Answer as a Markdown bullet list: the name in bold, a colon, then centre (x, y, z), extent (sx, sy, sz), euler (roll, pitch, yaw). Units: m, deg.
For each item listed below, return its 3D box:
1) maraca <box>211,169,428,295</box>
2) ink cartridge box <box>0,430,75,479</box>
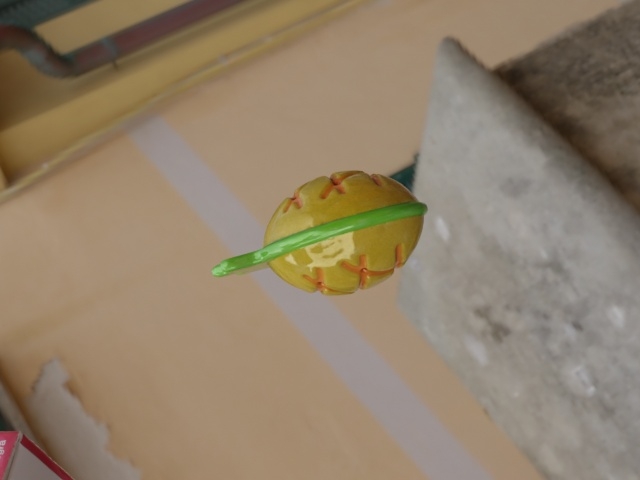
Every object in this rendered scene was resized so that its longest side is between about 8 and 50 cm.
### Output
- **maraca**: centre (0.000, 0.000, 1.022), extent (0.127, 0.186, 0.099), euler (4, -110, -67)
- **ink cartridge box**: centre (-0.255, 0.200, 0.768), extent (0.172, 0.237, 0.100), euler (60, -148, -49)
